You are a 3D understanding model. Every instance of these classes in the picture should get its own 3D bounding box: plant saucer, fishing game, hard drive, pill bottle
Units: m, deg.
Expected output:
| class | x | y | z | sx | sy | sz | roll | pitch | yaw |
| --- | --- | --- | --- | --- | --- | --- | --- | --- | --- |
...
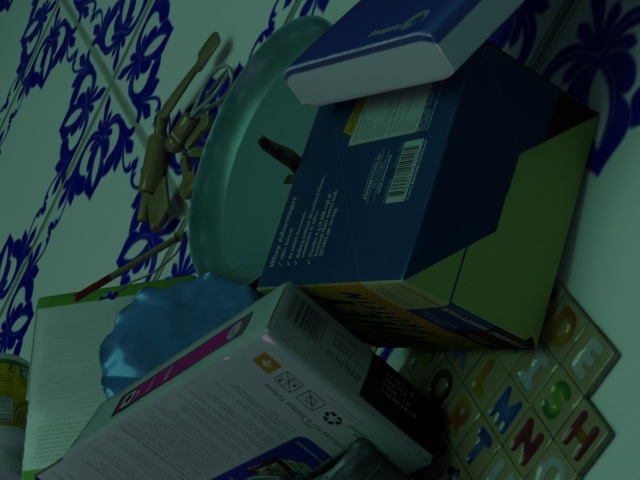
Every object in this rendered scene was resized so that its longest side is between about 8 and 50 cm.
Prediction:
| class | x | y | z | sx | sy | sz | roll | pitch | yaw |
| --- | --- | --- | --- | --- | --- | --- | --- | --- | --- |
| plant saucer | -0.048 | -0.090 | 1.400 | 0.317 | 0.043 | 0.318 | -37 | 43 | 44 |
| fishing game | -0.130 | 0.117 | 1.286 | 0.189 | 0.041 | 0.264 | -33 | 62 | -8 |
| hard drive | 0.131 | -0.229 | 1.018 | 0.319 | 0.040 | 0.210 | -46 | 21 | -23 |
| pill bottle | -0.444 | 0.267 | 1.772 | 0.118 | 0.117 | 0.208 | -52 | 33 | 28 |

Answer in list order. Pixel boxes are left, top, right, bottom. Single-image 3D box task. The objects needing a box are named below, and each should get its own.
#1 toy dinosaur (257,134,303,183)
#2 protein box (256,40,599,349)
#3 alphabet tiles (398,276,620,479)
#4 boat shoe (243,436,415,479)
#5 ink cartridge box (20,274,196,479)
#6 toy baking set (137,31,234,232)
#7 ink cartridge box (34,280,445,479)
| class | x | y | z | sx | sy | sz | roll | pitch | yaw |
| --- | --- | --- | --- | --- | --- | --- | --- | --- | --- |
| toy dinosaur | 0.000 | 0.000 | 1.156 | 0.064 | 0.268 | 0.118 | -10 | 29 | 12 |
| protein box | 0.082 | -0.029 | 1.017 | 0.201 | 0.136 | 0.200 | -7 | 61 | 57 |
| alphabet tiles | 0.136 | 0.118 | 0.987 | 0.198 | 0.009 | 0.237 | -58 | 30 | 19 |
| boat shoe | -0.038 | 0.236 | 1.022 | 0.301 | 0.102 | 0.108 | -36 | 7 | 46 |
| ink cartridge box | -0.209 | 0.179 | 1.352 | 0.188 | 0.097 | 0.255 | -9 | 57 | 12 |
| toy baking set | -0.173 | -0.135 | 1.661 | 0.196 | 0.030 | 0.256 | -24 | 52 | 49 |
| ink cartridge box | -0.082 | 0.179 | 1.102 | 0.371 | 0.175 | 0.069 | -35 | 22 | 39 |
